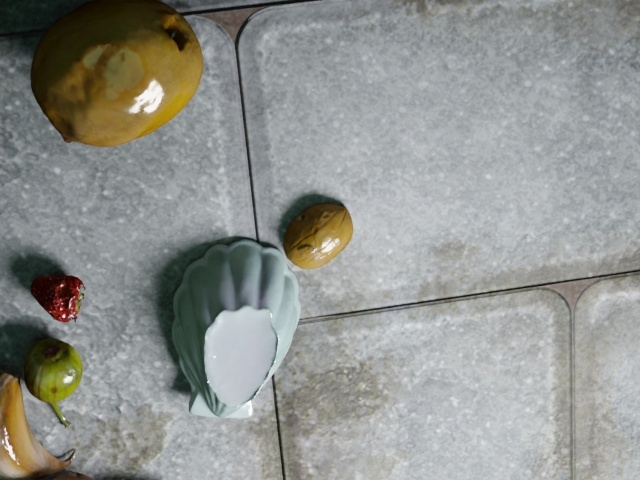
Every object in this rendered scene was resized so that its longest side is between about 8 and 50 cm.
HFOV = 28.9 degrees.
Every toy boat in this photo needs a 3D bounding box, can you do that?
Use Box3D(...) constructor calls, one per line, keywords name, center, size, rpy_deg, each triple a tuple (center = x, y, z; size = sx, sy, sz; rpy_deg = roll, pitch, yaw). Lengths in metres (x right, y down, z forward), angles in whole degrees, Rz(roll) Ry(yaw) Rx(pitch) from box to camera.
Box3D(name="toy boat", center=(-0.128, 0.148, 1.888), size=(0.199, 0.100, 0.290), rpy_deg=(6, 109, -11))

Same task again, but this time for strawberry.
Box3D(name="strawberry", center=(-0.391, 0.083, 1.835), size=(0.083, 0.073, 0.073), rpy_deg=(11, 110, 1))

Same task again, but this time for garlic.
Box3D(name="garlic", center=(-0.482, 0.304, 1.892), size=(0.115, 0.128, 0.206), rpy_deg=(-10, 123, 20))

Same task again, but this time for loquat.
Box3D(name="loquat", center=(-0.270, -0.229, 1.648), size=(0.238, 0.238, 0.193), rpy_deg=(-37, 96, 6))

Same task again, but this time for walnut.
Box3D(name="walnut", center=(0.000, 0.000, 1.875), size=(0.121, 0.052, 0.091), rpy_deg=(-43, 115, 11))

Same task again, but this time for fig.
Box3D(name="fig", center=(-0.407, 0.231, 1.878), size=(0.093, 0.093, 0.166), rpy_deg=(3, 112, -11))

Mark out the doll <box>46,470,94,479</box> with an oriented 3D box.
Box3D(name="doll", center=(-0.393, 0.459, 1.951), size=(0.201, 0.156, 0.303), rpy_deg=(9, 142, -6))
